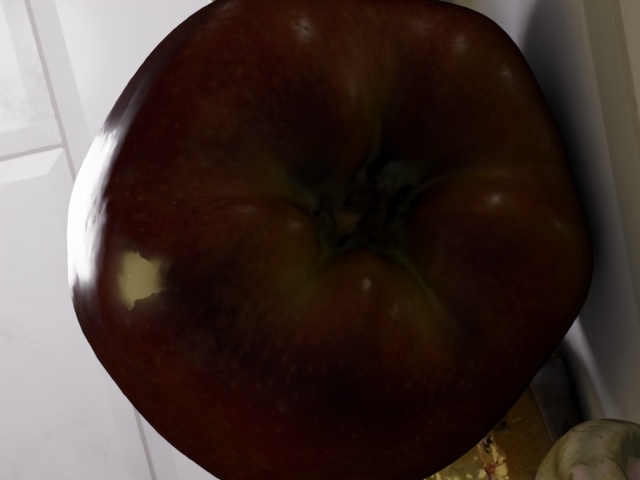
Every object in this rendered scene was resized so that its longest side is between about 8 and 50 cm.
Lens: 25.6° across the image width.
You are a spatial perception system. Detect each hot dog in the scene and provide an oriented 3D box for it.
[{"bbox_3d":[0.139,0.170,0.878,0.131,0.069,0.253,80,177,-79],"label":"hot dog"}]

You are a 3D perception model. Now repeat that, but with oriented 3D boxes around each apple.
[{"bbox_3d":[0.000,0.000,0.769,0.317,0.288,0.288,141,117,-80],"label":"apple"}]

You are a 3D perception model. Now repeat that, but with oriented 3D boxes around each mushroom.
[{"bbox_3d":[0.126,0.109,0.560,0.083,0.067,0.083,37,-149,-27],"label":"mushroom"}]

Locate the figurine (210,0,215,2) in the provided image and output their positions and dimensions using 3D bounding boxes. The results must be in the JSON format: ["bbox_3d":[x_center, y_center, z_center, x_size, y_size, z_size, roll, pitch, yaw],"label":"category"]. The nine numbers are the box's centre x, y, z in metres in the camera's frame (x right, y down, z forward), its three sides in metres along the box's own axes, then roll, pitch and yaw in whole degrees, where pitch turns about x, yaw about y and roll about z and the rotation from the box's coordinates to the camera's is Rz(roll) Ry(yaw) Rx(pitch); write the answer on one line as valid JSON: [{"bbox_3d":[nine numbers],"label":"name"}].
[{"bbox_3d":[-0.006,-0.217,1.389,0.274,0.226,0.394,41,-139,-38],"label":"figurine"}]

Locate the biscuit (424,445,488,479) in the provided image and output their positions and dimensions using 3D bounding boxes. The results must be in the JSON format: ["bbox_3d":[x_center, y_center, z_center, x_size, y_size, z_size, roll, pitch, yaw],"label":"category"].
[{"bbox_3d":[0.086,0.088,1.058,0.213,0.091,0.274,-26,79,59],"label":"biscuit"}]
